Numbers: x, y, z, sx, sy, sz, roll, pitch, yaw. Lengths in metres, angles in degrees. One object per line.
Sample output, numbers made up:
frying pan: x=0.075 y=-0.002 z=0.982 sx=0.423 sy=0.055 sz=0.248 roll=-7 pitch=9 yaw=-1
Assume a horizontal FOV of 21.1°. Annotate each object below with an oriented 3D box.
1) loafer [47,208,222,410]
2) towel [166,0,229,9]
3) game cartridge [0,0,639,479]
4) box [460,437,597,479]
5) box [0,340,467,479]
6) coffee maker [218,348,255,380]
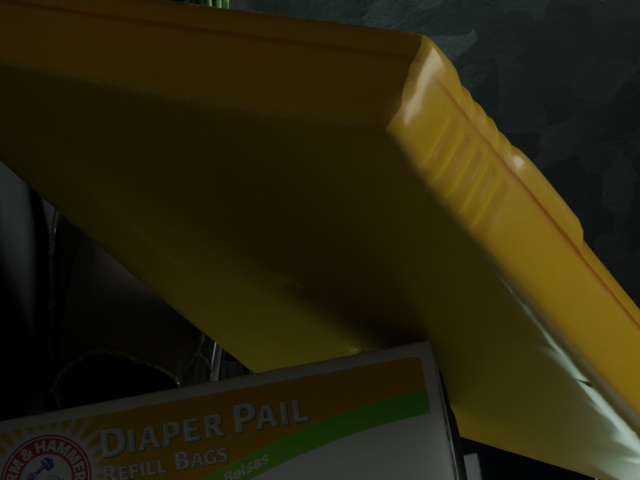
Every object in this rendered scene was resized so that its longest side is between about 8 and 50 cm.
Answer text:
loafer: x=-0.096 y=0.059 z=0.912 sx=0.087 sy=0.094 sz=0.251 roll=82 pitch=-2 yaw=-71
towel: x=-0.109 y=-0.262 z=1.337 sx=0.248 sy=0.038 sz=0.325 roll=-127 pitch=-145 yaw=-68
game cartridge: x=0.000 y=0.000 z=0.743 sx=0.324 sy=0.285 sz=0.053 roll=47 pitch=64 yaw=-47
box: x=0.069 y=0.254 z=1.341 sx=0.395 sy=0.293 sz=0.212 roll=63 pitch=16 yaw=-76
box: x=-0.038 y=0.125 z=0.740 sx=0.114 sy=0.203 sz=0.103 roll=67 pitch=13 yaw=-66
coffee maker: x=-0.019 y=0.083 z=1.479 sx=0.120 sy=0.171 sz=0.178 roll=9 pitch=-70 yaw=65
